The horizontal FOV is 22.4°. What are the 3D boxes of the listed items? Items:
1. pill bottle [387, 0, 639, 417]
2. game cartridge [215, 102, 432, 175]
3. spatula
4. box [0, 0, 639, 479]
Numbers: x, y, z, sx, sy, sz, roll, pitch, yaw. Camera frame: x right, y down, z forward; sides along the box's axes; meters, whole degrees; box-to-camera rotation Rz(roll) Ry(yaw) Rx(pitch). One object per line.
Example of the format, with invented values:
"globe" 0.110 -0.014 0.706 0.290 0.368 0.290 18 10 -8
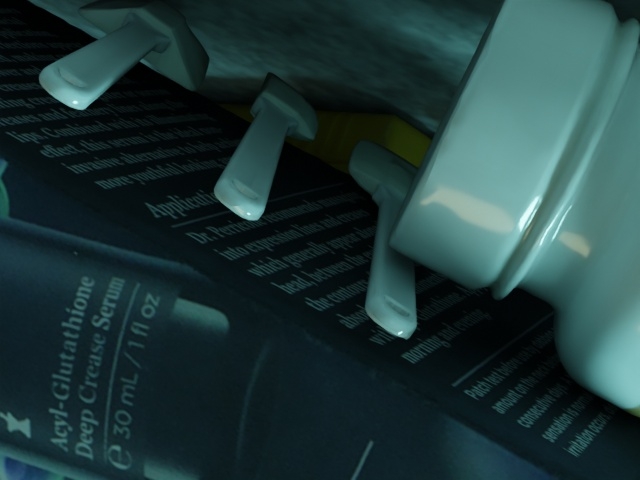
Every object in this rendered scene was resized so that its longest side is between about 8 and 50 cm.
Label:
"pill bottle" 0.146 0.006 0.526 0.229 0.131 0.131 26 168 1
"game cartridge" 0.000 0.000 0.923 0.324 0.052 0.285 8 164 45
"spatula" -0.025 -0.037 0.592 0.168 0.019 0.242 36 -166 -5
"box" -0.097 0.101 0.640 0.396 0.293 0.212 29 -164 15
